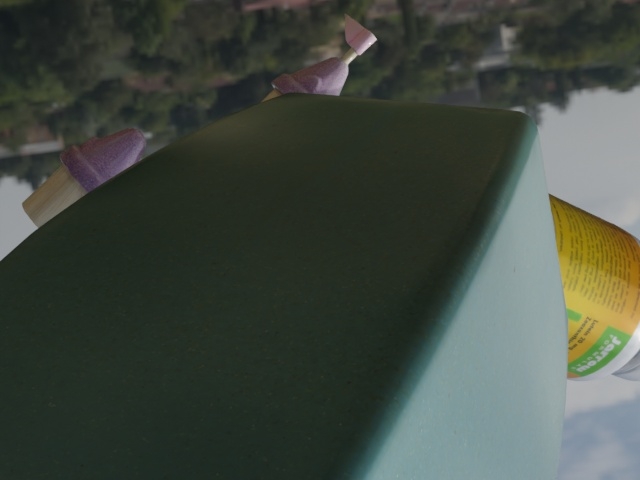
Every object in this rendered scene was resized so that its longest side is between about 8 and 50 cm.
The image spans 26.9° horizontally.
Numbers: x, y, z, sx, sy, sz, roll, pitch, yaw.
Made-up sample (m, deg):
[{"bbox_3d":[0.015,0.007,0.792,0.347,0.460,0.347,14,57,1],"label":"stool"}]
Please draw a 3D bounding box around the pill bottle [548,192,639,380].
[{"bbox_3d":[0.190,0.037,1.099,0.245,0.136,0.136,22,167,-33],"label":"pill bottle"}]

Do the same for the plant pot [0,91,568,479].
[{"bbox_3d":[-0.009,0.060,0.440,0.165,0.165,0.234,9,-136,30],"label":"plant pot"}]

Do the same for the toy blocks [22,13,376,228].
[{"bbox_3d":[0.000,0.000,0.922,0.260,0.288,0.309,-43,149,2],"label":"toy blocks"}]
